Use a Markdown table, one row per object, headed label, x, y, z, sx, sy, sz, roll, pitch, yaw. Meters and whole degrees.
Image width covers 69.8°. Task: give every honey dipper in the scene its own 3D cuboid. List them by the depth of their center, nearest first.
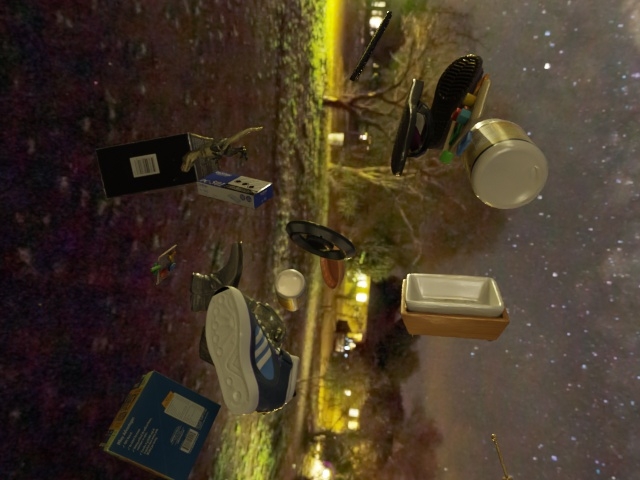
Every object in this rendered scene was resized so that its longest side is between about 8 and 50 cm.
| label | x | y | z | sx | sy | sz | roll | pitch | yaw |
| --- | --- | --- | --- | --- | --- | --- | --- | --- | --- |
| honey dipper | 0.558 | 0.682 | 1.411 | 0.030 | 0.031 | 0.160 | 79 | -3 | -72 |

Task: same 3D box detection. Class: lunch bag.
| label | x | y | z | sx | sy | sz | roll | pitch | yaw |
| --- | --- | --- | --- | --- | --- | --- | --- | --- | --- |
| lunch bag | -0.262 | 0.343 | 1.597 | 0.212 | 0.256 | 0.305 | -59 | 178 | -39 |

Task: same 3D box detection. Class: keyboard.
| label | x | y | z | sx | sy | sz | roll | pitch | yaw |
| --- | --- | --- | --- | --- | --- | --- | --- | --- | --- |
| keyboard | 0.132 | -0.503 | 1.206 | 0.180 | 0.023 | 0.108 | -60 | -170 | 0 |

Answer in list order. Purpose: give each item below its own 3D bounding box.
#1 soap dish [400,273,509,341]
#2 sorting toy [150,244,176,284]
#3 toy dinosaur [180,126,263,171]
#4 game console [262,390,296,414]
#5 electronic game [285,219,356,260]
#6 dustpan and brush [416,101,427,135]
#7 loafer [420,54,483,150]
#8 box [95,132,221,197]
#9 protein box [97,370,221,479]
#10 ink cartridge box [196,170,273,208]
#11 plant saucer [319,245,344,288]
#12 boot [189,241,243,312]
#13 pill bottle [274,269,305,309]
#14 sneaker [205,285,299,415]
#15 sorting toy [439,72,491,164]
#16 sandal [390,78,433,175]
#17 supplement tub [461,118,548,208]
| label | x | y | z | sx | sy | sz | roll | pitch | yaw |
| --- | --- | --- | --- | --- | --- | --- | --- | --- | --- |
| soap dish | 0.387 | 0.195 | 1.360 | 0.229 | 0.291 | 0.118 | -60 | 151 | -67 |
| sorting toy | -0.279 | 0.049 | 0.817 | 0.083 | 0.012 | 0.061 | -60 | 167 | -66 |
| toy dinosaur | -0.270 | -0.259 | 1.294 | 0.118 | 0.268 | 0.064 | 50 | -18 | 47 |
| game console | -0.143 | 0.488 | 1.478 | 0.122 | 0.108 | 0.071 | -125 | -145 | -59 |
| electronic game | 0.000 | 0.000 | 1.410 | 0.229 | 0.230 | 0.048 | 81 | 29 | -69 |
| dustpan and brush | 0.410 | -0.461 | 1.933 | 0.211 | 0.061 | 0.147 | 137 | -33 | -61 |
| loafer | 0.481 | -0.491 | 1.667 | 0.130 | 0.134 | 0.365 | 16 | 103 | -51 |
| box | -0.586 | -0.278 | 1.722 | 0.312 | 0.344 | 0.178 | -68 | 149 | -80 |
| protein box | -0.400 | 0.466 | 1.150 | 0.136 | 0.201 | 0.199 | -31 | -151 | 51 |
| ink cartridge box | -0.250 | -0.152 | 1.343 | 0.097 | 0.207 | 0.046 | -43 | 141 | -48 |
| plant saucer | 0.050 | 0.098 | 1.868 | 0.200 | 0.037 | 0.199 | 172 | -90 | -68 |
| boot | -0.459 | 0.157 | 2.020 | 0.118 | 0.223 | 0.337 | 118 | -23 | -74 |
| pill bottle | -0.113 | 0.201 | 1.774 | 0.208 | 0.118 | 0.117 | 89 | 7 | -64 |
| sneaker | -0.162 | 0.283 | 1.199 | 0.236 | 0.130 | 0.322 | 15 | 56 | -57 |
| sorting toy | 0.444 | -0.386 | 1.427 | 0.347 | 0.047 | 0.196 | -65 | -176 | -29 |
| sandal | 0.318 | -0.382 | 1.510 | 0.167 | 0.107 | 0.445 | 105 | 3 | -53 |
| supplement tub | 0.600 | -0.268 | 1.534 | 0.316 | 0.229 | 0.228 | -77 | 170 | -58 |
